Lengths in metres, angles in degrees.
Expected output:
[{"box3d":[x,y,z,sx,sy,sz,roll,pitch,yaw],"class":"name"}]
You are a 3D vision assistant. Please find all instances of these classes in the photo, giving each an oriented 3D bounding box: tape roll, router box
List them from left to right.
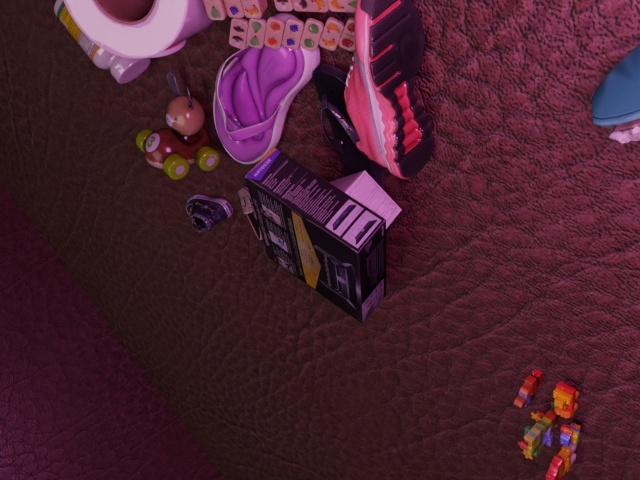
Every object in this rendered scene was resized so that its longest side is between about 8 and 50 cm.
[{"box3d":[-0.294,-0.448,1.322,0.246,0.169,0.246,9,119,16],"class":"tape roll"},{"box3d":[0.000,0.000,1.406,0.243,0.081,0.309,34,160,19],"class":"router box"}]

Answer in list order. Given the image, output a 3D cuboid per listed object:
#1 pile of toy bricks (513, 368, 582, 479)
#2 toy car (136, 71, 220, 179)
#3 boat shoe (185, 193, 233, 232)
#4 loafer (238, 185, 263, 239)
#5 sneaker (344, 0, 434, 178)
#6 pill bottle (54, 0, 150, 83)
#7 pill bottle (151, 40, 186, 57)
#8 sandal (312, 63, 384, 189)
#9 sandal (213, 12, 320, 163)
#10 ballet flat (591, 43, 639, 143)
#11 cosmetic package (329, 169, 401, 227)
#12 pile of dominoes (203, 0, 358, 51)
[{"box3d":[0.385,0.336,1.370,0.118,0.105,0.212,25,139,38],"class":"pile of toy bricks"},{"box3d":[-0.304,-0.254,1.661,0.155,0.149,0.188,40,137,38],"class":"toy car"},{"box3d":[-0.292,-0.064,1.875,0.183,0.083,0.065,3,124,52],"class":"boat shoe"},{"box3d":[-0.149,-0.060,1.734,0.045,0.039,0.125,-15,110,58],"class":"loafer"},{"box3d":[0.078,-0.238,1.184,0.136,0.116,0.314,24,139,40],"class":"sneaker"},{"box3d":[-0.465,-0.446,1.682,0.208,0.117,0.117,52,149,1],"class":"pill bottle"},{"box3d":[-0.330,-0.456,1.504,0.108,0.108,0.180,26,139,37],"class":"pill bottle"},{"box3d":[0.047,-0.180,1.340,0.097,0.054,0.255,9,129,49],"class":"sandal"},{"box3d":[-0.136,-0.267,1.442,0.169,0.102,0.416,49,147,6],"class":"sandal"},{"box3d":[0.440,-0.190,0.751,0.147,0.147,0.409,51,149,2],"class":"ballet flat"},{"box3d":[0.044,-0.059,1.414,0.099,0.060,0.239,47,160,-14],"class":"cosmetic package"},{"box3d":[-0.055,-0.361,1.194,0.251,0.040,0.196,7,143,17],"class":"pile of dominoes"}]
